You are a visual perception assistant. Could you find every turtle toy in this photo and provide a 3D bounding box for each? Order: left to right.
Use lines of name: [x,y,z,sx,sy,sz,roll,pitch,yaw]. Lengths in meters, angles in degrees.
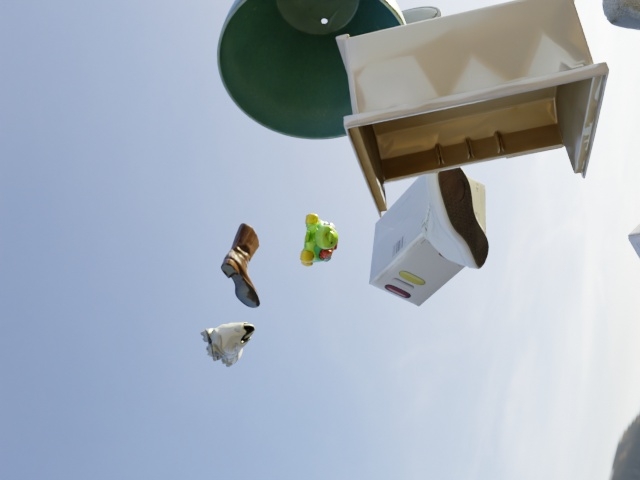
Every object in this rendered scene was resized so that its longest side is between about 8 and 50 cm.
turtle toy: [0.000,0.000,1.409,0.130,0.066,0.095,90,-172,-81]

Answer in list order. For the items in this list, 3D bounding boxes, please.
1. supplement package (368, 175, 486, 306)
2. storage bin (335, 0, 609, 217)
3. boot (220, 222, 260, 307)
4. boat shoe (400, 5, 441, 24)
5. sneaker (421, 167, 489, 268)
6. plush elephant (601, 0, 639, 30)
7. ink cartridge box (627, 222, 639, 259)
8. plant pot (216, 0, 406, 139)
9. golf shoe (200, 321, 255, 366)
supplement package: [0.246,-0.012,1.747,0.262,0.145,0.204,-50,22,44]
storage bin: [0.172,-0.145,0.886,0.260,0.262,0.123,60,-159,-64]
boot: [-0.117,0.039,1.248,0.114,0.037,0.106,-73,-37,-52]
boat shoe: [0.137,-0.427,1.772,0.340,0.127,0.113,-29,-51,2]
sneaker: [0.235,-0.049,1.484,0.106,0.123,0.290,-56,-42,-28]
plush elephant: [0.597,-0.379,0.983,0.255,0.330,0.272,-63,-3,-7]
ink cartridge box: [0.500,0.021,0.926,0.082,0.190,0.140,-37,-82,-25]
plant pot: [-0.005,-0.331,1.183,0.290,0.290,0.195,64,-159,-45]
golf shoe: [-0.153,0.184,1.381,0.176,0.086,0.069,61,-175,-79]
